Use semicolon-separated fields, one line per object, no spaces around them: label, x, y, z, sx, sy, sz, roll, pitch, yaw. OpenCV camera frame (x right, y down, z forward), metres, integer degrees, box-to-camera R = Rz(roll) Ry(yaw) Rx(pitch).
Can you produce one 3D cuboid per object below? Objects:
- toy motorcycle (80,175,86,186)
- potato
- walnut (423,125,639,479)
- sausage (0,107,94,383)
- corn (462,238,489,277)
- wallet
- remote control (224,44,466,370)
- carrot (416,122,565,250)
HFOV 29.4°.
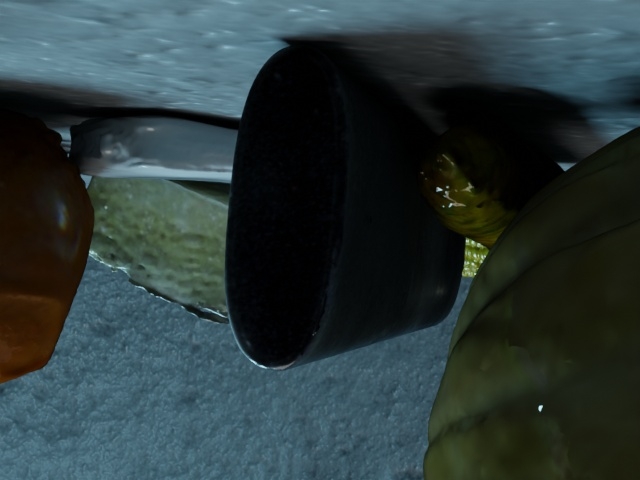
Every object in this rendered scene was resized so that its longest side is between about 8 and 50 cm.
toy motorcycle;-0.231;-0.039;0.877;0.114;0.076;0.205;-3;180;-2
potato;-0.089;-0.007;0.743;0.122;0.086;0.061;24;-168;1
walnut;0.202;0.088;0.440;0.333;0.332;0.333;4;179;0
sausage;-0.216;0.009;0.672;0.141;0.153;0.268;19;164;-23
corn;0.145;-0.004;1.056;0.238;0.080;0.080;6;-179;38
wallet;-0.048;-0.046;0.686;0.190;0.033;0.095;4;177;-41
remote control;0.029;-0.005;0.570;0.044;0.107;0.377;1;179;13
carrot;0.089;-0.021;0.608;0.066;0.066;0.314;4;179;17
